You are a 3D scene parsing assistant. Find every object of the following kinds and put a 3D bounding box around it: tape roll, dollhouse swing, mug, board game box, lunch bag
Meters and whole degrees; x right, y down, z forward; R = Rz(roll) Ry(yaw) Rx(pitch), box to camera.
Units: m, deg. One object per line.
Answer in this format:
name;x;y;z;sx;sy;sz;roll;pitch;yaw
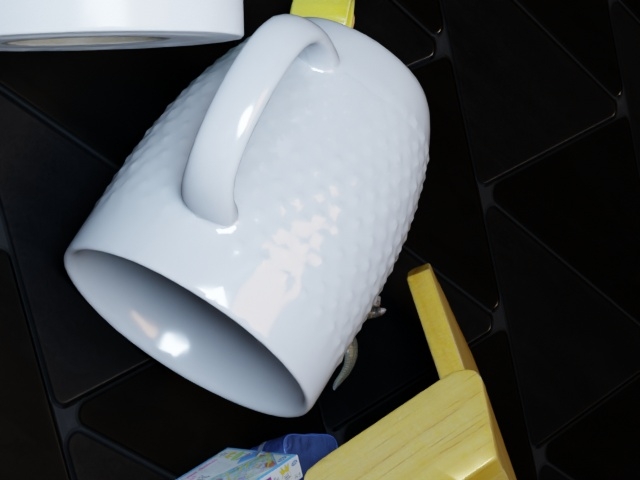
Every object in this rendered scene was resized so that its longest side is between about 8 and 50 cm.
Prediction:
tape roll;-0.210;-0.223;1.607;0.286;0.286;0.100;-6;96;-47
dollhouse swing;0.089;0.260;2.035;0.315;0.305;0.347;-33;143;-3
mug;-0.049;-0.061;1.720;0.328;0.276;0.374;-58;163;-20
board game box;-0.107;0.257;1.853;0.154;0.103;0.026;-28;111;-43
lunch bag;-0.027;0.246;1.970;0.098;0.065;0.067;10;67;-46

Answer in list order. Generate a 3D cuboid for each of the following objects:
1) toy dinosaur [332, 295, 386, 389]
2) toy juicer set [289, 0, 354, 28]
toy dinosaur;0.000;0.000;1.984;0.160;0.121;0.313;15;83;-34
toy juicer set;0.040;-0.343;1.950;0.209;0.089;0.329;52;47;-83
